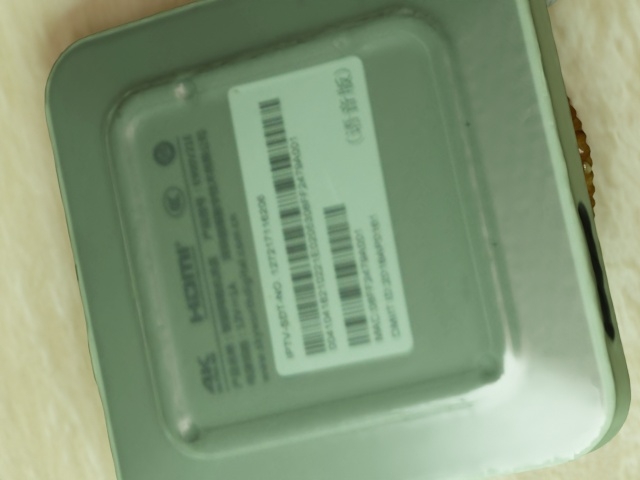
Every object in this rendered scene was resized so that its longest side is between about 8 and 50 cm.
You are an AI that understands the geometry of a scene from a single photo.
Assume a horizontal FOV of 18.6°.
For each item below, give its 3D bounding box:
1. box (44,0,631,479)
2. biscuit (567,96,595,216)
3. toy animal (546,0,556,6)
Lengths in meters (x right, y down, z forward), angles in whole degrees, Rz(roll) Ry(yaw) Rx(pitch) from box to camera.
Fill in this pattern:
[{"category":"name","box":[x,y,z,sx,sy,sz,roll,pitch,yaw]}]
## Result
[{"category":"box","box":[0.000,0.000,1.343,0.373,0.090,0.367,-15,82,21]},{"category":"biscuit","box":[0.056,-0.030,1.455,0.305,0.038,0.305,1,104,2]},{"category":"toy animal","box":[0.171,-0.322,1.335,0.302,0.225,0.284,-23,83,19]}]
